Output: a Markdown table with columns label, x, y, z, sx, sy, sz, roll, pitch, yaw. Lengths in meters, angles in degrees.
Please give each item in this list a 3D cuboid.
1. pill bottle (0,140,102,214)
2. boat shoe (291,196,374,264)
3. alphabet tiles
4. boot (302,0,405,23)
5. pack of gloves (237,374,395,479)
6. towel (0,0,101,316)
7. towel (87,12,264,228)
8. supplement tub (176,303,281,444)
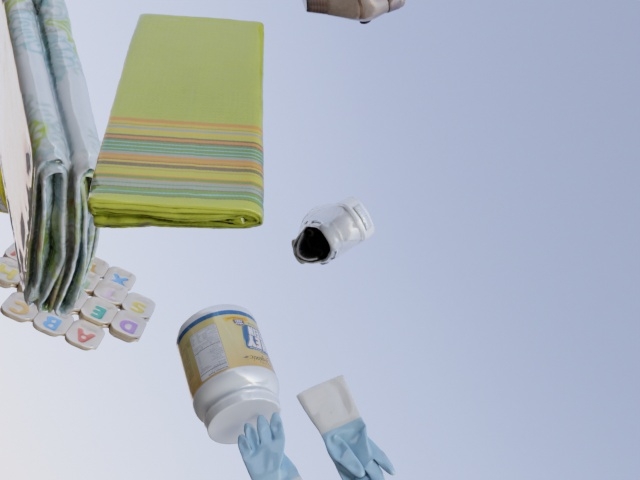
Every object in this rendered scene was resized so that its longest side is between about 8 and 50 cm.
| label | x | y | z | sx | sy | sz | roll | pitch | yaw |
| --- | --- | --- | --- | --- | --- | --- | --- | --- | --- |
| pill bottle | -0.528 | -0.124 | 1.599 | 0.334 | 0.188 | 0.187 | 11 | -53 | 13 |
| boat shoe | 0.000 | 0.000 | 0.858 | 0.066 | 0.063 | 0.184 | 63 | -19 | -7 |
| alphabet tiles | -0.441 | 0.089 | 1.394 | 0.284 | 0.278 | 0.021 | 26 | -67 | -8 |
| boot | 0.022 | -0.234 | 0.669 | 0.042 | 0.087 | 0.118 | 100 | -20 | -63 |
| pack of gloves | -0.009 | 0.327 | 1.152 | 0.232 | 0.195 | 0.046 | -123 | -164 | -49 |
| towel | -0.363 | -0.130 | 1.024 | 0.374 | 0.090 | 0.320 | 67 | -32 | 30 |
| towel | -0.089 | -0.091 | 0.536 | 0.237 | 0.102 | 0.021 | -94 | -170 | -47 |
| supplement tub | -0.152 | 0.221 | 1.292 | 0.144 | 0.144 | 0.199 | 102 | -28 | -42 |
